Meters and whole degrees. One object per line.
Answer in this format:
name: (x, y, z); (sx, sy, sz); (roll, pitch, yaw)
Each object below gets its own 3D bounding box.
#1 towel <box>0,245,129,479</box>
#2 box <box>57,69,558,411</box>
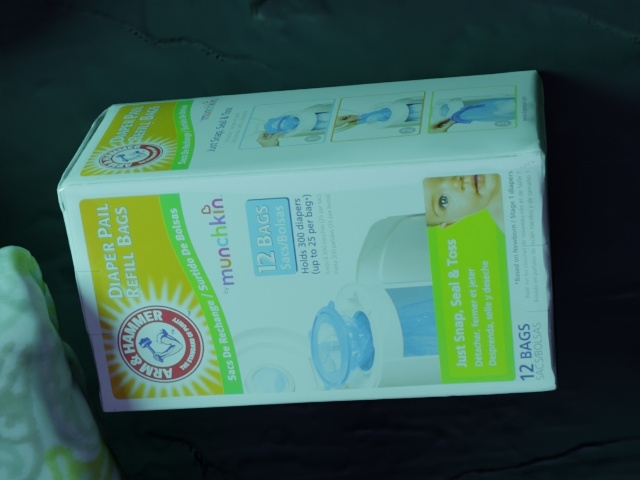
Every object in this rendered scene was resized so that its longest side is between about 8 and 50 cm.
towel: (-0.218, 0.212, 0.812); (0.320, 0.090, 0.374); (-23, 118, -6)
box: (0.000, 0.000, 0.771); (0.203, 0.103, 0.114); (-3, 114, 8)
